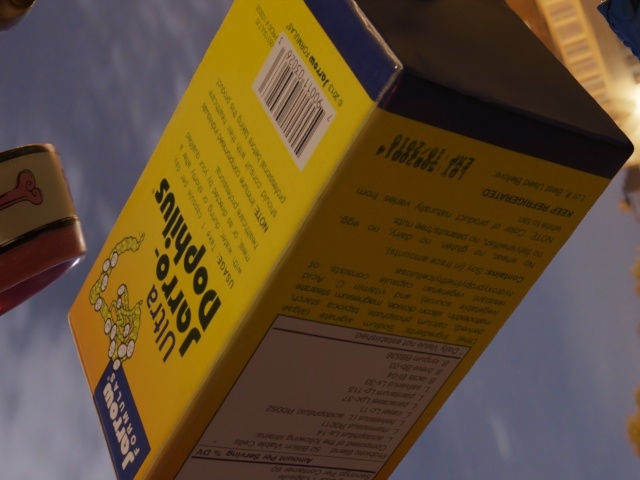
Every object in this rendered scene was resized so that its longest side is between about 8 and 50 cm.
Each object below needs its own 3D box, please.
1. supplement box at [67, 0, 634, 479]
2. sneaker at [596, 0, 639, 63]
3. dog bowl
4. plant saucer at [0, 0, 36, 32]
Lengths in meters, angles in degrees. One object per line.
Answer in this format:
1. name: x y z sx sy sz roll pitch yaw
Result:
1. supplement box: 0.000 0.000 0.831 0.194 0.356 0.195 13 -148 -35
2. sneaker: 0.318 -0.203 1.173 0.069 0.082 0.209 -49 -58 -64
3. dog bowl: -0.482 0.040 1.567 0.150 0.408 0.408 58 -161 0
4. plant saucer: -0.422 -0.381 1.639 0.198 0.036 0.198 -2 -90 -76
